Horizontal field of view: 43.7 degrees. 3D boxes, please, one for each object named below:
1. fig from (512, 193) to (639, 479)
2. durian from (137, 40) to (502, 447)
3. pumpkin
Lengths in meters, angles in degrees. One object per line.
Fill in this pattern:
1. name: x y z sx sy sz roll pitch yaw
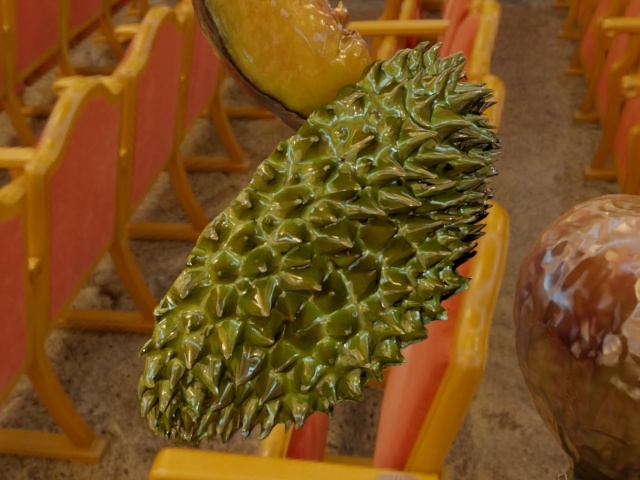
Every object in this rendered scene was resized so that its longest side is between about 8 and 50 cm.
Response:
1. fig: 0.280 0.146 0.710 0.286 0.368 0.286 17 28 -9
2. durian: 0.000 0.000 0.552 0.352 0.158 0.169 -48 18 -9
3. pumpkin: -0.048 -0.165 0.533 0.149 0.253 0.130 -21 27 -34
